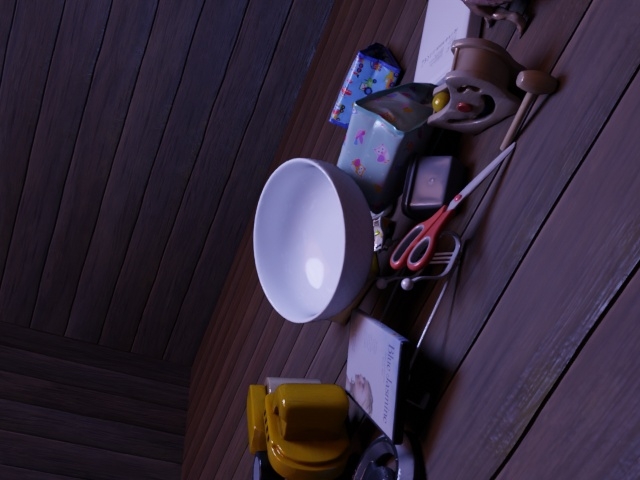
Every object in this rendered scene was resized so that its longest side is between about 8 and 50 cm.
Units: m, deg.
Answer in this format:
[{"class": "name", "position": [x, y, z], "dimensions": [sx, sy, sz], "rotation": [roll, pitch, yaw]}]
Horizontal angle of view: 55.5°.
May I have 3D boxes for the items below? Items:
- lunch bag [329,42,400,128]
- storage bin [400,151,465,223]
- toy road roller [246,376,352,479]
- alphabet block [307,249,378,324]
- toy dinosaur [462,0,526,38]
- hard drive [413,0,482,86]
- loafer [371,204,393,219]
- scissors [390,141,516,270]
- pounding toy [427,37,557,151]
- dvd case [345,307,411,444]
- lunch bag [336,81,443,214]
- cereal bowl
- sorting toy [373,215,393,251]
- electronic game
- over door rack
[{"class": "lunch bag", "position": [0.141, -0.476, 1.865], "dimensions": [0.293, 0.138, 0.221], "rotation": [-77, 10, -62]}, {"class": "storage bin", "position": [0.232, -0.103, 1.205], "dimensions": [0.091, 0.098, 0.135], "rotation": [2, 73, 45]}, {"class": "toy road roller", "position": [-0.037, 0.372, 1.294], "dimensions": [0.330, 0.202, 0.241], "rotation": [-110, 28, -60]}, {"class": "alphabet block", "position": [0.014, 0.063, 1.546], "dimensions": [0.192, 0.193, 0.197], "rotation": [-94, 27, -49]}, {"class": "toy dinosaur", "position": [0.298, -0.490, 1.168], "dimensions": [0.296, 0.200, 0.127], "rotation": [-103, 34, -60]}, {"class": "hard drive", "position": [0.306, -0.504, 1.436], "dimensions": [0.233, 0.047, 0.353], "rotation": [148, 137, -66]}, {"class": "loafer", "position": [0.096, -0.116, 1.612], "dimensions": [0.319, 0.111, 0.112], "rotation": [19, 115, 57]}, {"class": "scissors", "position": [0.230, -0.063, 1.086], "dimensions": [0.297, 0.021, 0.109], "rotation": [-53, 20, -3]}, {"class": "pounding toy", "position": [0.272, -0.248, 1.085], "dimensions": [0.269, 0.154, 0.155], "rotation": [155, 131, -69]}, {"class": "dvd case", "position": [0.101, 0.241, 1.131], "dimensions": [0.253, 0.022, 0.181], "rotation": [-158, 71, -72]}, {"class": "lunch bag", "position": [0.168, -0.214, 1.327], "dimensions": [0.262, 0.160, 0.223], "rotation": [-35, -28, -44]}, {"class": "cereal bowl", "position": [0.000, 0.000, 1.283], "dimensions": [0.339, 0.141, 0.339], "rotation": [1, 92, 52]}, {"class": "sorting toy", "position": [0.143, -0.013, 1.476], "dimensions": [0.083, 0.044, 0.075], "rotation": [158, 120, -69]}, {"class": "electronic game", "position": [0.108, 0.450, 1.082], "dimensions": [0.229, 0.048, 0.229], "rotation": [-59, 14, 26]}, {"class": "over door rack", "position": [0.147, 0.138, 1.180], "dimensions": [0.239, 0.108, 0.325], "rotation": [168, 118, -73]}]
